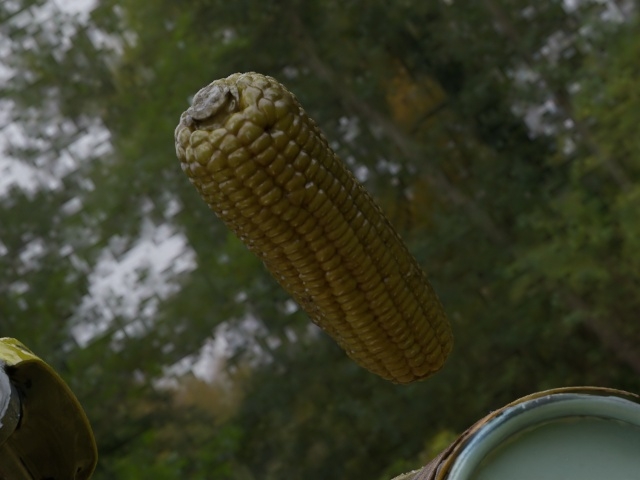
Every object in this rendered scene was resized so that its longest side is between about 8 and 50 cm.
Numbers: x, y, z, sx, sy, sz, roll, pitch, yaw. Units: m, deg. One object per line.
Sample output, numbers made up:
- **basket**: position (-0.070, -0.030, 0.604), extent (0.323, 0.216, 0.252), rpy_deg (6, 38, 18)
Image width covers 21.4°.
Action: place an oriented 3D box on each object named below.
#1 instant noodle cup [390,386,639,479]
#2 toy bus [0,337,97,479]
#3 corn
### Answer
- **instant noodle cup**: position (0.110, 0.179, 0.821), extent (0.216, 0.216, 0.172), rpy_deg (-29, -19, -21)
- **toy bus**: position (-0.289, 0.180, 0.970), extent (0.330, 0.152, 0.144), rpy_deg (-43, -35, -19)
- **corn**: position (0.000, 0.000, 0.976), extent (0.080, 0.231, 0.080), rpy_deg (-26, 32, 18)
